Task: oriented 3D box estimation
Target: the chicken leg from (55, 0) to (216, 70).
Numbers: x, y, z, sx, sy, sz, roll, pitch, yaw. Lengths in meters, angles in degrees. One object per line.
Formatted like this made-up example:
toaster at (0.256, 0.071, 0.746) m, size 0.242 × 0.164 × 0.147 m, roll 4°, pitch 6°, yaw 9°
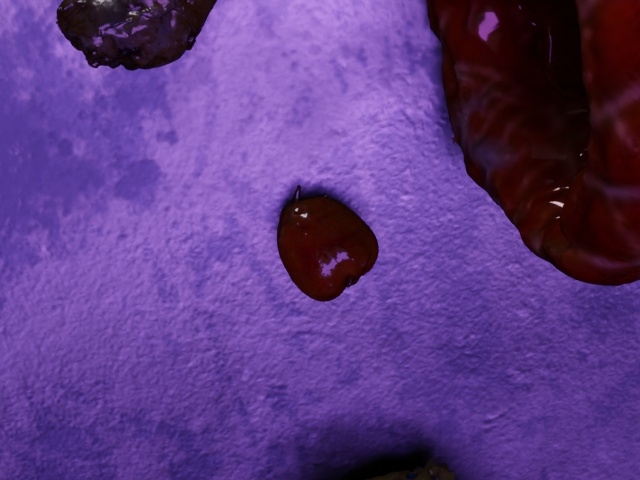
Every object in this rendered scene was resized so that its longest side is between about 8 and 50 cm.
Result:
chicken leg at (-0.101, -0.195, 0.649) m, size 0.198 × 0.069 × 0.085 m, roll -35°, pitch 87°, yaw 1°

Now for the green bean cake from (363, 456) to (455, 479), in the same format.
green bean cake at (0.129, 0.348, 0.797) m, size 0.202 × 0.285 × 0.309 m, roll -33°, pitch 88°, yaw 32°

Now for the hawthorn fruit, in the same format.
hawthorn fruit at (0.000, 0.000, 0.729) m, size 0.081 × 0.081 × 0.093 m, roll -41°, pitch 80°, yaw 10°

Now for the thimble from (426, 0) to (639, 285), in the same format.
thimble at (0.216, -0.157, 0.551) m, size 0.231 × 0.350 × 0.350 m, roll -14°, pitch 112°, yaw -4°
